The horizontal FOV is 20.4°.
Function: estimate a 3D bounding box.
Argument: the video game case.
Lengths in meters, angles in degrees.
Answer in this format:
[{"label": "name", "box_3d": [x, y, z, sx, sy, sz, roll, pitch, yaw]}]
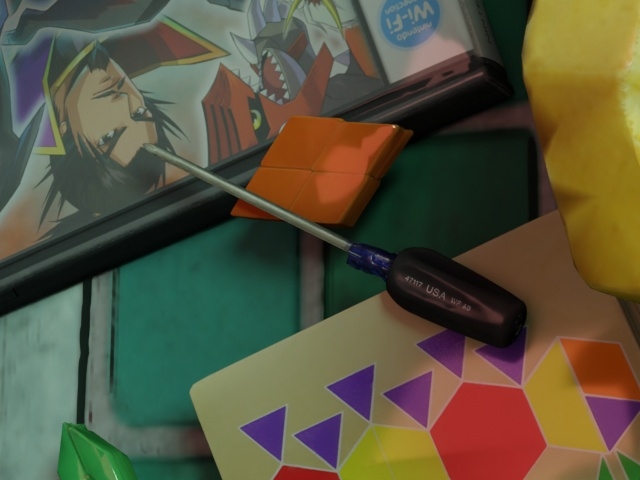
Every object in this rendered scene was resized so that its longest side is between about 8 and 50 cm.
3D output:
[{"label": "video game case", "box_3d": [-0.081, -0.123, 0.759, 0.274, 0.035, 0.248, -22, 73, 20]}]

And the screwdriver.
[{"label": "screwdriver", "box_3d": [0.000, 0.000, 0.658, 0.170, 0.024, 0.025, 22, 125, 27]}]

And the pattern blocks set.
[{"label": "pattern blocks set", "box_3d": [0.055, 0.082, 0.654, 0.324, 0.026, 0.285, -18, 81, 20]}]

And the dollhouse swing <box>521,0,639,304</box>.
[{"label": "dollhouse swing", "box_3d": [0.262, -0.094, 0.448, 0.315, 0.305, 0.347, 10, 84, 26]}]
